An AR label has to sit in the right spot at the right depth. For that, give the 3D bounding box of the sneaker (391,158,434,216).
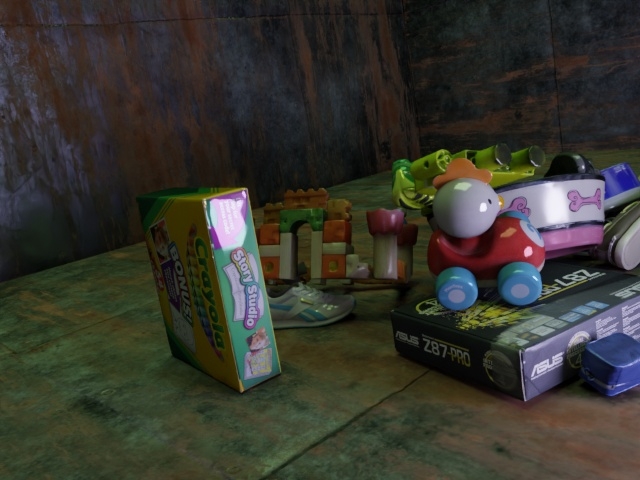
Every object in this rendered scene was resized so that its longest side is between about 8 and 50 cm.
[{"bbox_3d":[0.255,-0.128,1.417,0.109,0.124,0.295,-15,-13,28],"label":"sneaker"}]

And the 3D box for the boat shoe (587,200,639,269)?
[{"bbox_3d":[0.781,-0.043,1.467,0.324,0.117,0.096,-36,28,-25],"label":"boat shoe"}]

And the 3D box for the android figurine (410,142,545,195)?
[{"bbox_3d":[0.294,-0.136,1.180,0.248,0.056,0.272,-2,-6,-26],"label":"android figurine"}]

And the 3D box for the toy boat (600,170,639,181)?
[{"bbox_3d":[0.988,-0.136,1.831,0.318,0.148,0.267,3,21,19],"label":"toy boat"}]

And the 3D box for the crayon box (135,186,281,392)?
[{"bbox_3d":[-0.230,0.080,1.197,0.106,0.363,0.313,-18,15,-34],"label":"crayon box"}]

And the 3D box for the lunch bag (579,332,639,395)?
[{"bbox_3d":[0.440,0.190,0.903,0.098,0.065,0.067,-13,28,-20],"label":"lunch bag"}]

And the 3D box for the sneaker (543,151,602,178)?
[{"bbox_3d":[0.629,-0.169,1.452,0.130,0.087,0.227,-17,-15,5],"label":"sneaker"}]

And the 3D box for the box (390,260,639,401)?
[{"bbox_3d":[0.377,0.140,1.097,0.394,0.097,0.318,-15,15,-28],"label":"box"}]

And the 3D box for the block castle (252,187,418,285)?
[{"bbox_3d":[0.000,0.000,1.491,0.452,0.213,0.303,-2,-7,18],"label":"block castle"}]

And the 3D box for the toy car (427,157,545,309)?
[{"bbox_3d":[0.284,-0.037,1.069,0.210,0.238,0.219,-6,31,17],"label":"toy car"}]

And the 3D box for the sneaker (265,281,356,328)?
[{"bbox_3d":[-0.032,0.145,1.389,0.228,0.092,0.087,-7,11,6],"label":"sneaker"}]

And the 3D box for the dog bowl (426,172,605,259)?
[{"bbox_3d":[0.465,-0.026,1.407,0.407,0.151,0.408,-10,-10,-2],"label":"dog bowl"}]

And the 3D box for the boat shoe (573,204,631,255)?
[{"bbox_3d":[0.770,-0.032,1.581,0.302,0.091,0.114,-18,15,-33],"label":"boat shoe"}]

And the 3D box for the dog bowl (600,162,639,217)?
[{"bbox_3d":[0.747,-0.108,1.664,0.264,0.104,0.265,-23,-12,-5],"label":"dog bowl"}]
